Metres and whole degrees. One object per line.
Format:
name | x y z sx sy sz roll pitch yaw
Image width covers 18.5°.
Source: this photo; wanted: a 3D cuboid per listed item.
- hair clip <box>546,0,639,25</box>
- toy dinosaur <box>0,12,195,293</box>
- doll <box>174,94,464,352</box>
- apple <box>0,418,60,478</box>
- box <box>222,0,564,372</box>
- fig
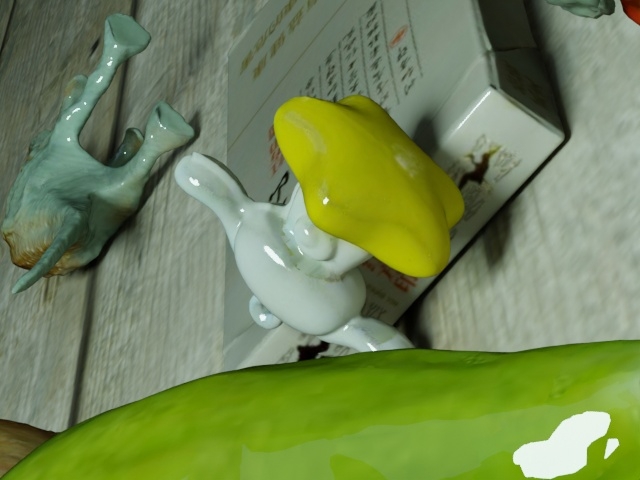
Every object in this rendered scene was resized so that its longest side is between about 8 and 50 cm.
hair clip | 0.151 -0.163 0.806 0.138 0.091 0.321 -48 11 24
toy dinosaur | -0.170 -0.041 1.397 0.205 0.092 0.393 -51 22 21
doll | 0.006 0.005 0.845 0.113 0.135 0.071 -23 5 33
apple | -0.146 0.185 0.845 0.211 0.188 0.211 -44 24 25
box | 0.024 -0.080 1.035 0.204 0.051 0.365 -48 21 23
fig | 0.010 0.142 0.490 0.314 0.233 0.233 -14 46 50
